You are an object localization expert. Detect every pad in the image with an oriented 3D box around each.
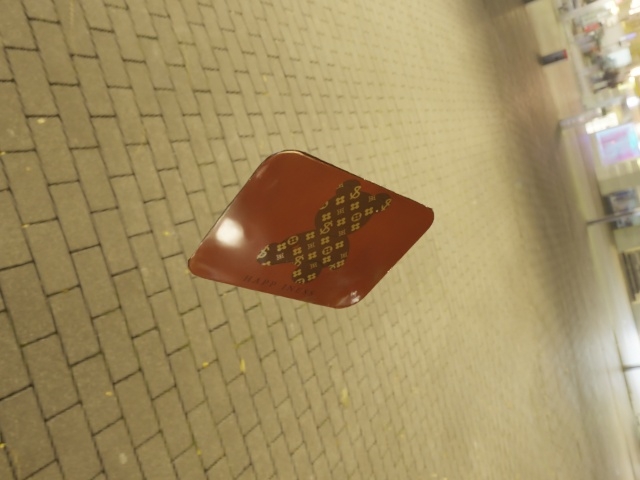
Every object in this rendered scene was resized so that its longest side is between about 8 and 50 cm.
[{"bbox_3d":[0.000,0.000,0.774,0.267,0.181,0.004,17,33,-44],"label":"pad"}]
